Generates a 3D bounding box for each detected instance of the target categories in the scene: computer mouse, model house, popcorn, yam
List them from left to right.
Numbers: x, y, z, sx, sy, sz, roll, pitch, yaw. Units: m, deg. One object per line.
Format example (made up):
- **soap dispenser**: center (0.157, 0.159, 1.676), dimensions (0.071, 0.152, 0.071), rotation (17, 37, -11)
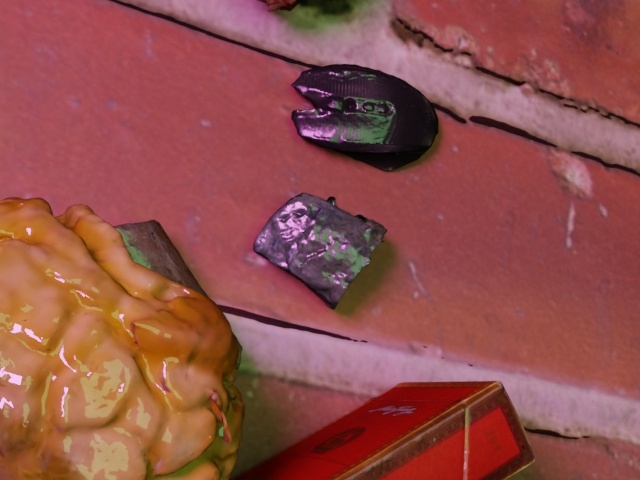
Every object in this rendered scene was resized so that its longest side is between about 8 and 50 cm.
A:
- **popcorn**: center (-0.167, 0.098, 0.677), dimensions (0.190, 0.250, 0.250), rotation (-28, 96, -60)
- **yam**: center (-0.120, 0.043, 0.781), dimensions (0.069, 0.069, 0.146), rotation (-36, 99, -24)
- **model house**: center (0.000, 0.000, 0.852), dimensions (0.083, 0.066, 0.079), rotation (34, 81, 2)
- **computer mouse**: center (0.041, -0.104, 0.884), dimensions (0.135, 0.047, 0.079), rotation (9, 78, -21)

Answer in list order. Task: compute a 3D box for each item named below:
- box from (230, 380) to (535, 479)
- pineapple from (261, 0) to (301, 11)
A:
- **box**: center (0.013, 0.181, 0.775), dimensions (0.239, 0.153, 0.074), rotation (-26, 90, -25)
- **pineapple**: center (-0.087, -0.303, 0.821), dimensions (0.130, 0.119, 0.277), rotation (-36, 100, 20)
